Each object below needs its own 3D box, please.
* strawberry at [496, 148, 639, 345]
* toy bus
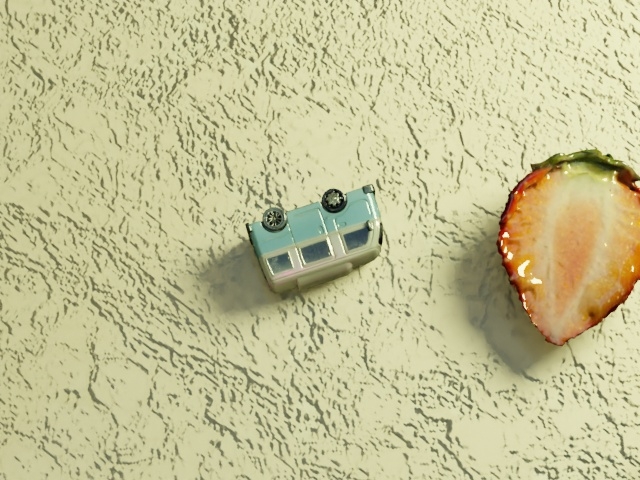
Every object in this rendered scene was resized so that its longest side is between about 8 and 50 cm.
[{"bbox_3d":[0.233,0.008,1.780,0.146,0.082,0.187,11,79,10],"label":"strawberry"},{"bbox_3d":[0.000,0.000,1.796,0.123,0.060,0.075,-18,77,-3],"label":"toy bus"}]
